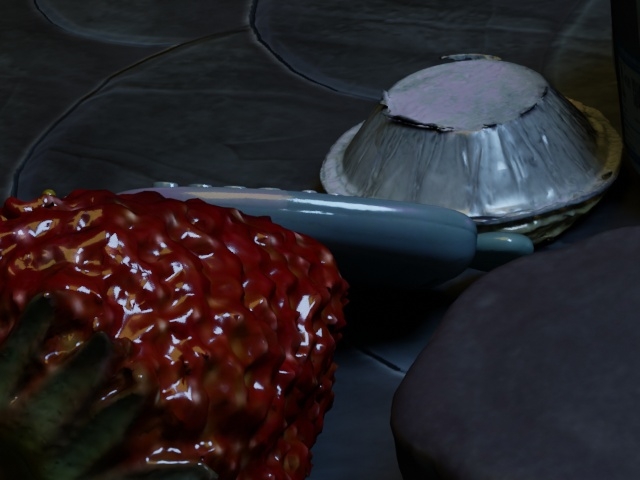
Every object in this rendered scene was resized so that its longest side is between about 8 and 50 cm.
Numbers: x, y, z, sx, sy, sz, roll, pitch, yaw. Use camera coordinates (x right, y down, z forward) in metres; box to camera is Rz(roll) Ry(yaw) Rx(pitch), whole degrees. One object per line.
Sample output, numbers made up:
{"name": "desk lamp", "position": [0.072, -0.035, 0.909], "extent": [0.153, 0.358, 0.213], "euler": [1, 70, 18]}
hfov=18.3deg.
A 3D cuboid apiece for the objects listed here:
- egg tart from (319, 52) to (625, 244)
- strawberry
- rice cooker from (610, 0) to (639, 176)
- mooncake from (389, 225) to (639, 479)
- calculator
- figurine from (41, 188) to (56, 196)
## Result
{"name": "egg tart", "position": [0.112, -0.074, 1.494], "extent": [0.234, 0.094, 0.234], "euler": [-6, 27, 3]}
{"name": "strawberry", "position": [-0.133, 0.090, 1.147], "extent": [0.292, 0.292, 0.343], "euler": [-2, 12, 14]}
{"name": "rice cooker", "position": [0.337, -0.170, 1.408], "extent": [0.288, 0.277, 0.288], "euler": [-9, 30, 5]}
{"name": "mooncake", "position": [0.192, 0.125, 1.066], "extent": [0.306, 0.154, 0.306], "euler": [-7, 29, 4]}
{"name": "calculator", "position": [0.000, 0.000, 1.335], "extent": [0.298, 0.041, 0.185], "euler": [7, -10, -11]}
{"name": "figurine", "position": [-0.178, 0.028, 1.437], "extent": [0.101, 0.068, 0.143], "euler": [-8, 46, 17]}
